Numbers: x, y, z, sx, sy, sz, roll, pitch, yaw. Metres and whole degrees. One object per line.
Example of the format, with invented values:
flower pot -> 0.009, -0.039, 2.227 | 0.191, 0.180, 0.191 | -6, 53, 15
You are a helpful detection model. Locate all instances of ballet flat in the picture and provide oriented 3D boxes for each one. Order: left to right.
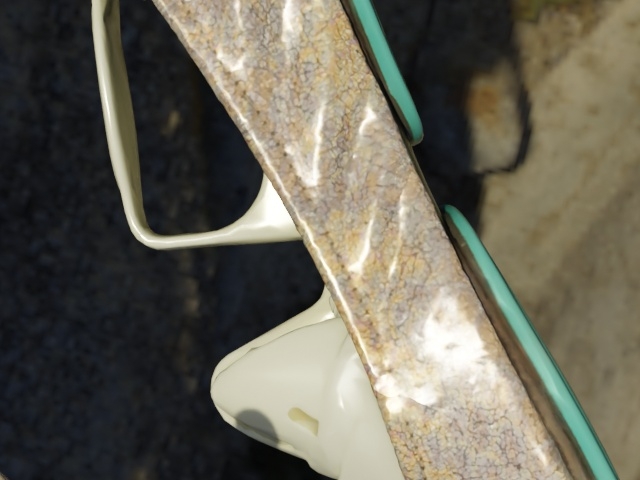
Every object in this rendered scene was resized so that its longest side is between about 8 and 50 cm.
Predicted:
ballet flat -> 0.000, 0.000, 0.611 | 0.107, 0.106, 0.316 | 58, 7, -84

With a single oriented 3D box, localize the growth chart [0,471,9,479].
growth chart -> -0.163, 0.134, 0.364 | 0.021, 0.237, 0.172 | 50, 29, -32
